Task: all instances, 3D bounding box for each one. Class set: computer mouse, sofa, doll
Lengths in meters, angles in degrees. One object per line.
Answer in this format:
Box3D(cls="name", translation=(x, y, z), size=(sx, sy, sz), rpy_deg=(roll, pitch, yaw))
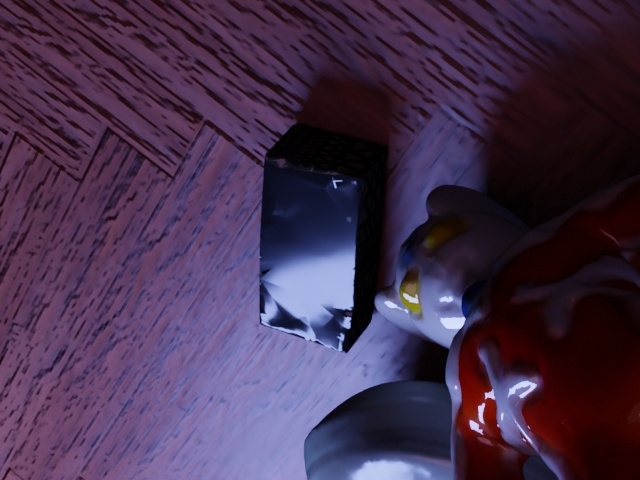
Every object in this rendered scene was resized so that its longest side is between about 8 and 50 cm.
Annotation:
Box3D(cls="computer mouse", translation=(0.136, 0.187, 0.632), size=(0.331, 0.095, 0.197), rpy_deg=(29, 157, 7))
Box3D(cls="sofa", translation=(0.000, 0.000, 0.649), size=(0.060, 0.039, 0.118), rpy_deg=(15, 126, 17))
Box3D(cls="doll", translation=(0.111, 0.054, 0.456), size=(0.099, 0.384, 0.188), rpy_deg=(29, 95, -17))
